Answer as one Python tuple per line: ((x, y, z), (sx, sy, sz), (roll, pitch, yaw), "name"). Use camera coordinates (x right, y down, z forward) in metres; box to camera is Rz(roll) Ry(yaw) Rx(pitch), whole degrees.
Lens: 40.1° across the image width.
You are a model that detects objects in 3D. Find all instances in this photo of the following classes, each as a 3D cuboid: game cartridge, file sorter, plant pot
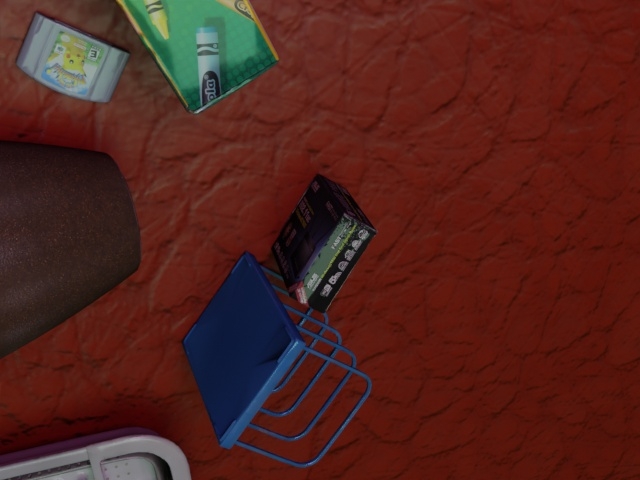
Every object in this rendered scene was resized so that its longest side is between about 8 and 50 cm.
((-0.210, -0.151, 0.742), (0.083, 0.017, 0.056), (20, 110, -25), "game cartridge")
((-0.042, 0.114, 0.834), (0.105, 0.170, 0.118), (29, 103, -30), "file sorter")
((-0.271, 0.006, 0.703), (0.231, 0.215, 0.215), (-16, 119, -26), "plant pot")

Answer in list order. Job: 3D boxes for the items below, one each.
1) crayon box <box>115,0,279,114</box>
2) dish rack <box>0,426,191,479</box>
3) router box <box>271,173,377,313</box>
((-0.144, -0.244, 0.634), (0.081, 0.165, 0.278), (-32, 119, -2), "crayon box")
((-0.292, 0.324, 0.906), (0.333, 0.072, 0.285), (-11, 118, -13), "dish rack")
((0.000, 0.000, 0.820), (0.038, 0.122, 0.092), (28, 103, -21), "router box")
